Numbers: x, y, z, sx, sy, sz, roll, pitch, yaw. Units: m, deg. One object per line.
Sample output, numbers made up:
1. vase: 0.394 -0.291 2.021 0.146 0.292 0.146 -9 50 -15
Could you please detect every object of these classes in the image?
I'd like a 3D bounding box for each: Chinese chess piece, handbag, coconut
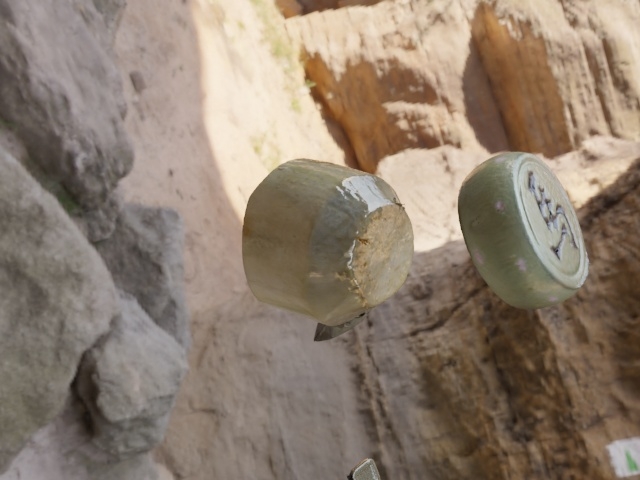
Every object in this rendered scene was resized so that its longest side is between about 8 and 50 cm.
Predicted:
1. Chinese chess piece: 0.321 -0.017 1.202 0.250 0.101 0.250 28 50 -39
2. handbag: 0.071 0.118 1.715 0.117 0.270 0.182 44 48 19
3. coconut: 0.000 0.000 1.417 0.323 0.323 0.323 -15 90 -77

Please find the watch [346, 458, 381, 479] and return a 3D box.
1. watch: 0.129 0.412 0.955 0.165 0.102 0.268 -15 -82 62
